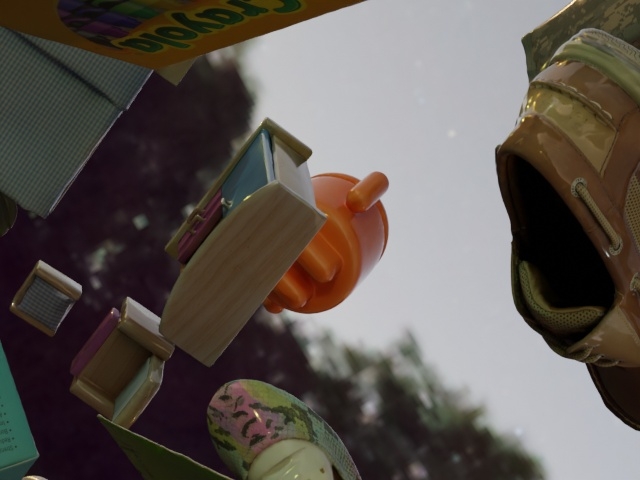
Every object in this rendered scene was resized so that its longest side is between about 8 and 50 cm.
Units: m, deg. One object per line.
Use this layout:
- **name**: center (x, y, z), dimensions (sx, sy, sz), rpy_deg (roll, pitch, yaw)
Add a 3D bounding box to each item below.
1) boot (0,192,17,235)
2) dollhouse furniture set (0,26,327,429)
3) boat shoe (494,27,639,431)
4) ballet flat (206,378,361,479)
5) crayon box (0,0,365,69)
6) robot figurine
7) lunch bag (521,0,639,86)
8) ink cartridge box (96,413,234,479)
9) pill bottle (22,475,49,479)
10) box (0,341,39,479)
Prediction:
- **boot**: center (-0.450, 0.000, 1.625), dimensions (0.269, 0.236, 0.089), rpy_deg (1, -72, 50)
- **dollhouse furniture set**: center (-0.189, -0.041, 1.212), dimensions (0.303, 0.286, 0.198), rpy_deg (36, 12, -12)
- **boat shoe**: center (0.170, 0.018, 1.042), dimensions (0.123, 0.116, 0.324), rpy_deg (29, -29, 42)
- **ballet flat**: center (-0.002, 0.189, 1.161), dimensions (0.221, 0.077, 0.079), rpy_deg (56, 9, -28)
- **crayon box**: center (-0.110, -0.151, 0.715), dimensions (0.202, 0.318, 0.081), rpy_deg (-9, -108, 56)
- **robot figurine**: center (-0.002, 0.001, 1.757), dimensions (0.219, 0.128, 0.158), rpy_deg (-42, 140, -66)
- **lunch bag**: center (0.407, -0.176, 1.840), dimensions (0.287, 0.235, 0.169), rpy_deg (33, 39, -27)
- **ink cartridge box**: center (-0.011, 0.209, 0.791), dimensions (0.255, 0.097, 0.189), rpy_deg (19, -29, 39)
- **pill bottle**: center (-0.243, 0.341, 1.731), dimensions (0.216, 0.121, 0.121), rpy_deg (36, 2, -34)
- **box**: center (-0.235, 0.029, 0.968), dimensions (0.244, 0.060, 0.100), rpy_deg (69, -21, 9)
